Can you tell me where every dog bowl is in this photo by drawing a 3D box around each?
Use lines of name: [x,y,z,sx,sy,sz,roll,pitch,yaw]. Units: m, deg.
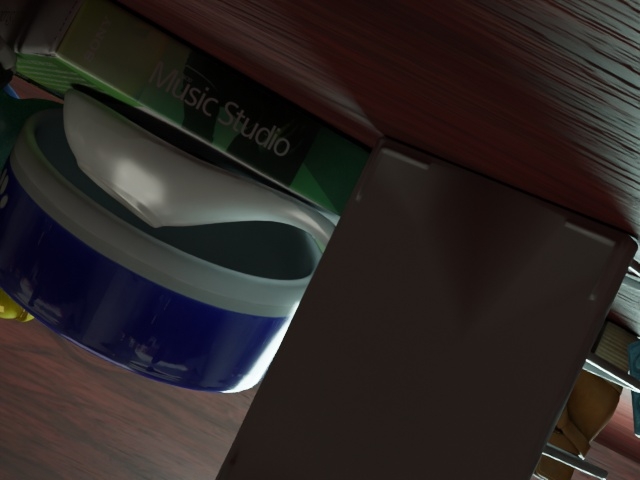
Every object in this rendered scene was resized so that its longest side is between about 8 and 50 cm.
dog bowl: [-0.134,0.005,1.516,0.265,0.104,0.265,26,-163,-8]

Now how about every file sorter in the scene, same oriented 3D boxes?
file sorter: [0.092,0.111,1.263,0.193,0.278,0.173,24,177,32]

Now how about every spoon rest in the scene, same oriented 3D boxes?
spoon rest: [-0.069,-0.022,1.353,0.276,0.084,0.137,40,174,2]

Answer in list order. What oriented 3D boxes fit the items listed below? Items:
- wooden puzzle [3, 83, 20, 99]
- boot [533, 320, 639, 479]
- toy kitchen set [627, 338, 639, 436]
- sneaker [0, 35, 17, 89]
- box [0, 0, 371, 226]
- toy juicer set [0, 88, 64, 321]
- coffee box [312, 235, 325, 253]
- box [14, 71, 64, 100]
wooden puzzle: [-0.319,-0.111,1.937,0.348,0.080,0.322,47,174,5]
boot: [0.167,0.113,1.633,0.197,0.152,0.073,27,176,-10]
toy kitchen set: [0.316,0.116,1.414,0.207,0.166,0.122,-27,139,37]
sneaker: [-0.283,-0.179,1.238,0.292,0.110,0.118,88,157,-72]
box: [-0.080,-0.086,1.409,0.322,0.058,0.232,27,176,-24]
toy juicer set: [-0.271,-0.036,1.716,0.329,0.209,0.089,28,-152,-14]
coffee box: [0.000,0.000,1.684,0.184,0.040,0.113,24,137,18]
box: [-0.250,-0.163,1.585,0.190,0.045,0.184,27,178,-10]
